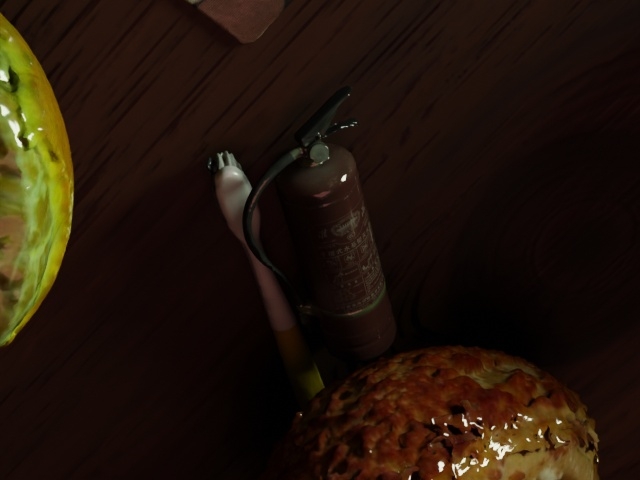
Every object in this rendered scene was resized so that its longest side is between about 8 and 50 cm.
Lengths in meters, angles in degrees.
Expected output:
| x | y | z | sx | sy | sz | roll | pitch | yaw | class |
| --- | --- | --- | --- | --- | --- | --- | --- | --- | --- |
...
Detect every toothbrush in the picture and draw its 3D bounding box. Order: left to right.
| x | y | z | sx | sy | sz | roll | pitch | yaw | class |
| --- | --- | --- | --- | --- | --- | --- | --- | --- | --- |
| -0.016 | 0.060 | 0.858 | 0.021 | 0.024 | 0.288 | -16 | 132 | 3 | toothbrush |

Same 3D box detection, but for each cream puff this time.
| x | y | z | sx | sy | sz | roll | pitch | yaw | class |
| --- | --- | --- | --- | --- | --- | --- | --- | --- | --- |
| 0.053 | 0.169 | 0.854 | 0.240 | 0.164 | 0.240 | -26 | 123 | -47 | cream puff |

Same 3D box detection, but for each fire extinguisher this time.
| x | y | z | sx | sy | sz | roll | pitch | yaw | class |
| --- | --- | --- | --- | --- | --- | --- | --- | --- | --- |
| 0.000 | 0.000 | 0.791 | 0.078 | 0.045 | 0.157 | -32 | 134 | -19 | fire extinguisher |

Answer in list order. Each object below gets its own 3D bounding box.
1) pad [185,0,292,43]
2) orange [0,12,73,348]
| x | y | z | sx | sy | sz | roll | pitch | yaw | class |
| --- | --- | --- | --- | --- | --- | --- | --- | --- | --- |
| -0.010 | -0.204 | 0.653 | 0.158 | 0.003 | 0.235 | 34 | 114 | -33 | pad |
| -0.221 | -0.046 | 0.629 | 0.237 | 0.158 | 0.179 | 12 | 119 | -18 | orange |
